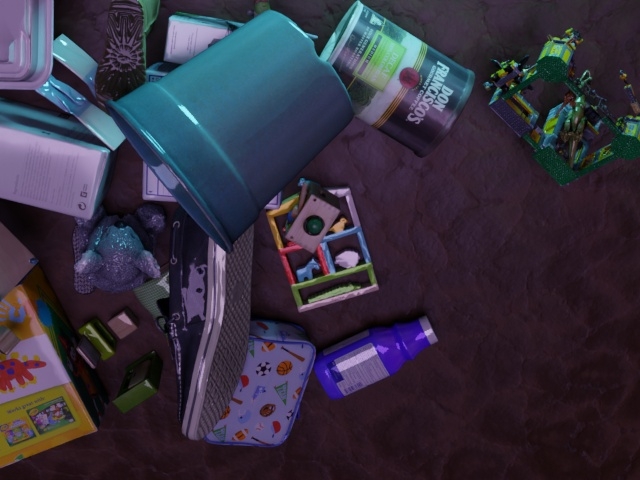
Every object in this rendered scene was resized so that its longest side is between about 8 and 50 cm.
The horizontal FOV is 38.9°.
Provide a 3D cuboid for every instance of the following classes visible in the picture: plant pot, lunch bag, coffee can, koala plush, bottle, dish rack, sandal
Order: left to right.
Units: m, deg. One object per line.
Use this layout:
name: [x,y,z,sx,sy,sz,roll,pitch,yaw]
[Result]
dish rack: [-0.651,-0.432,1.717,0.333,0.072,0.285,6,97,27]
sandal: [-0.513,0.028,1.987,0.067,0.040,0.179,6,99,-13]
koala plush: [-0.414,0.030,1.874,0.196,0.221,0.203,4,99,-16]
plant pot: [-0.143,-0.209,1.615,0.334,0.341,0.341,-39,106,-9]
lunch bag: [-0.145,0.327,2.047,0.243,0.115,0.303,9,111,-29]
bottle: [0.127,0.257,2.060,0.283,0.092,0.118,-26,112,7]
coffee can: [0.138,-0.319,1.812,0.275,0.201,0.201,29,105,-10]

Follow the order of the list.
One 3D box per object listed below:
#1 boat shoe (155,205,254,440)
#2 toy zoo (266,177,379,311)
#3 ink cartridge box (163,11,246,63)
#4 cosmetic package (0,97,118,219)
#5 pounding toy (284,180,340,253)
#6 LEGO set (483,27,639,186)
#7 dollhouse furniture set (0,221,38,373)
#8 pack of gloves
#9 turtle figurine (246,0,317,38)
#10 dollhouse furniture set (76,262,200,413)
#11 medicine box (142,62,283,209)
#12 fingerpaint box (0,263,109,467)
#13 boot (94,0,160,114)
boat shoe: [-0.243,0.156,1.841,0.156,0.187,0.500,9,100,20]
toy zoo: [0.000,0.000,2.003,0.192,0.030,0.293,-17,108,4]
ink cartridge box: [-0.196,-0.390,1.804,0.209,0.153,0.086,9,108,-6]
cosmetic package: [-0.616,-0.184,1.828,0.385,0.217,0.156,15,107,-9]
pounding toy: [-0.024,-0.060,1.891,0.100,0.141,0.130,30,105,-10]
LEGO set: [0.504,-0.286,1.823,0.331,0.192,0.255,37,140,-7]
dollhouse furniture set: [-0.714,0.087,1.842,0.303,0.198,0.286,-53,126,-22]
pack of gloves: [-0.476,-0.289,1.818,0.232,0.195,0.046,39,126,-13]
turtle figurine: [-0.118,-0.515,1.764,0.266,0.275,0.197,19,110,18]
dollhouse furniture set: [-0.363,0.200,1.994,0.302,0.151,0.197,-33,106,9]
medicine box: [-0.212,-0.217,1.862,0.289,0.149,0.263,4,108,-4]
fingerpaint box: [-0.757,0.311,2.008,0.445,0.163,0.371,-22,105,4]
boot: [-0.359,-0.383,1.741,0.089,0.269,0.236,13,111,-10]
